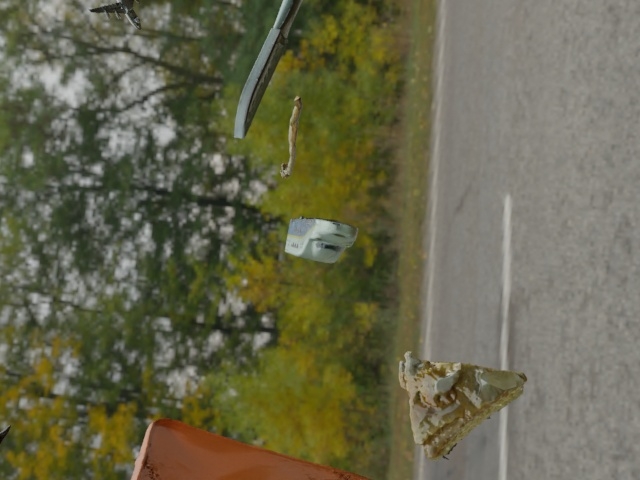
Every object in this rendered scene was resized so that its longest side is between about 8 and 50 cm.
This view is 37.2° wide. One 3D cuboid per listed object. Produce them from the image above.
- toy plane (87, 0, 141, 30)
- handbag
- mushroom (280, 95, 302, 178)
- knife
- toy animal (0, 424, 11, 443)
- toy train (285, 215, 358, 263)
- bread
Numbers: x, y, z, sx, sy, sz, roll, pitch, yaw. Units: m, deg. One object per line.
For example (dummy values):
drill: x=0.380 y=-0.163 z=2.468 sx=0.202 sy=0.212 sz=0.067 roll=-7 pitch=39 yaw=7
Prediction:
toy plane: x=-0.224 y=-0.271 z=1.066 sx=0.078 sy=0.084 sz=0.024 roll=-45 pitch=29 yaw=-18
handbag: x=-0.062 y=0.392 z=1.272 sx=0.303 sy=0.410 sz=0.116 roll=-103 pitch=32 yaw=-77
mushroom: x=-0.044 y=-0.155 z=1.504 sx=0.026 sy=0.028 sz=0.286 roll=-48 pitch=-7 yaw=-17
knife: x=-0.034 y=-0.180 z=0.817 sx=0.028 sy=0.015 sz=0.210 roll=87 pitch=-159 yaw=-66
toy animal: x=-0.478 y=0.317 z=1.296 sx=0.197 sy=0.272 sz=0.160 roll=-51 pitch=-6 yaw=-37
toy train: x=0.000 y=0.000 z=1.118 sx=0.234 sy=0.052 sz=0.051 roll=-168 pitch=90 yaw=-80
bread: x=0.181 y=0.201 z=1.162 sx=0.147 sy=0.152 sz=0.127 roll=47 pitch=-144 yaw=-68
